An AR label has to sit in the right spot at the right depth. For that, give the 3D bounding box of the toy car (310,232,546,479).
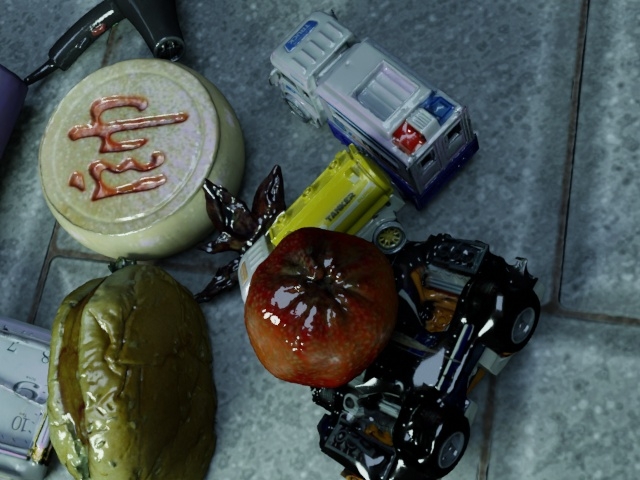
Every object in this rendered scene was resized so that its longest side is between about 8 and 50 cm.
[{"bbox_3d":[0.109,0.135,0.937,0.193,0.118,0.301,24,81,39],"label":"toy car"}]

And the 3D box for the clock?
[{"bbox_3d":[-0.423,0.178,1.030,0.253,0.083,0.186,21,75,-13],"label":"clock"}]

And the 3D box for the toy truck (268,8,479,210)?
[{"bbox_3d":[0.055,-0.174,1.036,0.268,0.155,0.124,42,85,23],"label":"toy truck"}]

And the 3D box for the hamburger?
[{"bbox_3d":[-0.219,0.155,0.959,0.133,0.211,0.308,-9,71,15],"label":"hamburger"}]

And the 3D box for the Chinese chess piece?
[{"bbox_3d":[-0.231,-0.105,1.105,0.270,0.112,0.269,-4,71,13],"label":"Chinese chess piece"}]

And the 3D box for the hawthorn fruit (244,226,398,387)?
[{"bbox_3d":[-0.003,0.080,0.882,0.157,0.194,0.156,5,59,-9],"label":"hawthorn fruit"}]

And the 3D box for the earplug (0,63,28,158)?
[{"bbox_3d":[-0.557,-0.035,1.115,0.215,0.215,0.455,10,77,16],"label":"earplug"}]

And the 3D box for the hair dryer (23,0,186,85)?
[{"bbox_3d":[-0.313,-0.282,1.209,0.272,0.091,0.235,-36,55,14],"label":"hair dryer"}]

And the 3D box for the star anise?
[{"bbox_3d":[-0.082,-0.019,1.039,0.213,0.053,0.157,-18,108,7],"label":"star anise"}]

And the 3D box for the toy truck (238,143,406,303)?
[{"bbox_3d":[0.000,0.000,0.971,0.227,0.114,0.098,-46,26,13],"label":"toy truck"}]
